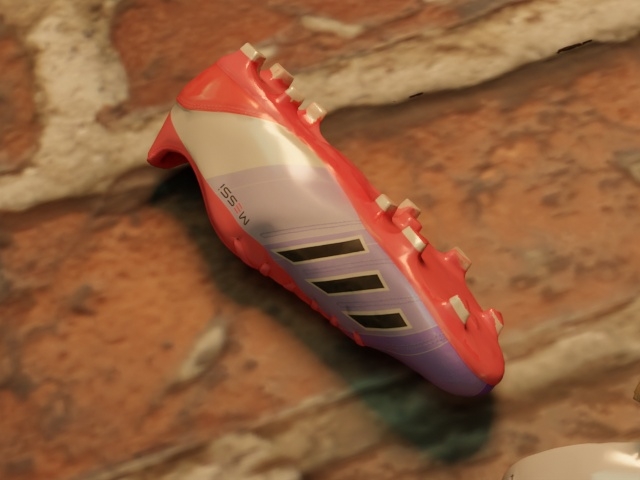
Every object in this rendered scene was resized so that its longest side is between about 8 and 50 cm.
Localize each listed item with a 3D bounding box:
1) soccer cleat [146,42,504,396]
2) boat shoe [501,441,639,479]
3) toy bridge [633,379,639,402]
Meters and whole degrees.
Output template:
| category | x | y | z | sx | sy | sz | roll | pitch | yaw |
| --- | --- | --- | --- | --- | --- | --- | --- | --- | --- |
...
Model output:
| category | x | y | z | sx | sy | sz | roll | pitch | yaw |
| --- | --- | --- | --- | --- | --- | --- | --- | --- | --- |
| soccer cleat | 0.000 | 0.000 | 0.669 | 0.095 | 0.083 | 0.248 | -46 | 63 | 13 |
| boat shoe | 0.248 | 0.164 | 0.481 | 0.367 | 0.136 | 0.156 | 0 | 56 | 11 |
| toy bridge | 0.201 | 0.052 | 0.562 | 0.063 | 0.026 | 0.188 | 32 | 25 | 25 |
